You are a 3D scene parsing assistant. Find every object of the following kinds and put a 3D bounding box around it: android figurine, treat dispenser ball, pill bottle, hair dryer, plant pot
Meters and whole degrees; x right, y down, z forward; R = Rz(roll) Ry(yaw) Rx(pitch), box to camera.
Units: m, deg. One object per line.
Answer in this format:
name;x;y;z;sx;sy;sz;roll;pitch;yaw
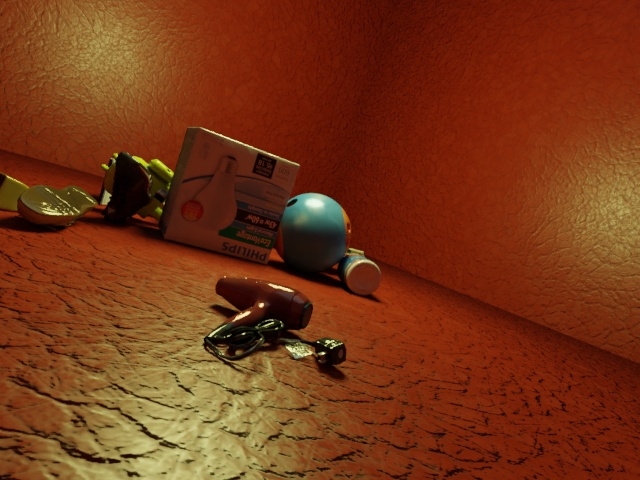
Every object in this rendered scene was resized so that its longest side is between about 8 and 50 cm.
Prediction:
android figurine;-0.624;-0.184;1.535;0.273;0.248;0.056;43;23;-30
treat dispenser ball;-0.031;-0.027;1.605;0.287;0.289;0.288;18;4;-1
pill bottle;0.128;0.114;1.595;0.124;0.125;0.221;17;4;-13
hair dryer;-0.104;0.117;0.754;0.223;0.080;0.293;15;4;-33
plant pot;-0.754;-0.113;1.077;0.081;0.081;0.083;20;-6;33

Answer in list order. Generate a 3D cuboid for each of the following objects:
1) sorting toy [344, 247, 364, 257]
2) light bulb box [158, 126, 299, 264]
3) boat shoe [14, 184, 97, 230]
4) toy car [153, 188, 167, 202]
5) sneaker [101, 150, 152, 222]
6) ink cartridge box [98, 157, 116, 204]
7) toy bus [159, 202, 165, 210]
sorting toy;0.138;0.106;1.837;0.046;0.133;0.274;-15;11;-19
light bulb box;-0.314;-0.148;1.495;0.357;0.362;0.225;16;6;-27
boat shoe;-0.635;-0.070;1.066;0.104;0.089;0.285;44;3;-7
toy car;-0.555;-0.172;1.464;0.122;0.041;0.060;33;-27;2
sneaker;-0.596;-0.135;1.342;0.106;0.163;0.281;32;-27;3
ink cartridge box;-0.808;-0.232;1.808;0.069;0.176;0.371;17;4;-3
toy bus;-0.676;-0.155;1.809;0.104;0.203;0.191;-13;15;-5
